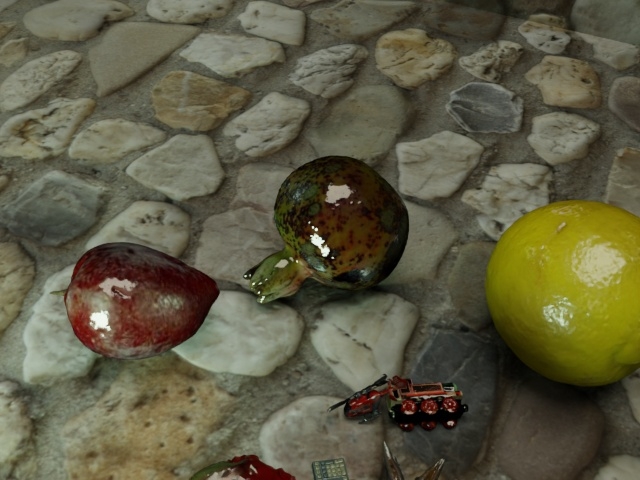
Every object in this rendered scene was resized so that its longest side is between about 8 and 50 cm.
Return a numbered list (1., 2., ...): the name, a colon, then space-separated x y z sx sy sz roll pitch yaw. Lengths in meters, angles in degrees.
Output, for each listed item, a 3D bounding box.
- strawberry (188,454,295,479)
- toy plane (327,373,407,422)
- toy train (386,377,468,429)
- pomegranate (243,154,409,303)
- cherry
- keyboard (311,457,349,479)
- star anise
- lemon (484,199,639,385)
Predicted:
1. strawberry: -0.116 0.473 0.938 0.317 0.295 0.345 -8 57 -52
2. toy plane: 0.085 0.267 1.275 0.145 0.060 0.037 -30 35 22
3. toy train: 0.183 0.280 1.302 0.137 0.050 0.087 -3 40 -6
4. pomegranate: 0.000 0.000 1.466 0.340 0.285 0.285 -41 54 -5
5. cherry: -0.329 0.106 1.345 0.300 0.203 0.230 1 6 -16
6. keyboard: 0.028 0.421 1.172 0.055 0.014 0.176 -4 44 -11
7. star anise: 0.132 0.405 1.147 0.204 0.061 0.181 9 64 6
8. lemon: 0.456 0.087 1.324 0.347 0.348 0.348 1 43 -1
